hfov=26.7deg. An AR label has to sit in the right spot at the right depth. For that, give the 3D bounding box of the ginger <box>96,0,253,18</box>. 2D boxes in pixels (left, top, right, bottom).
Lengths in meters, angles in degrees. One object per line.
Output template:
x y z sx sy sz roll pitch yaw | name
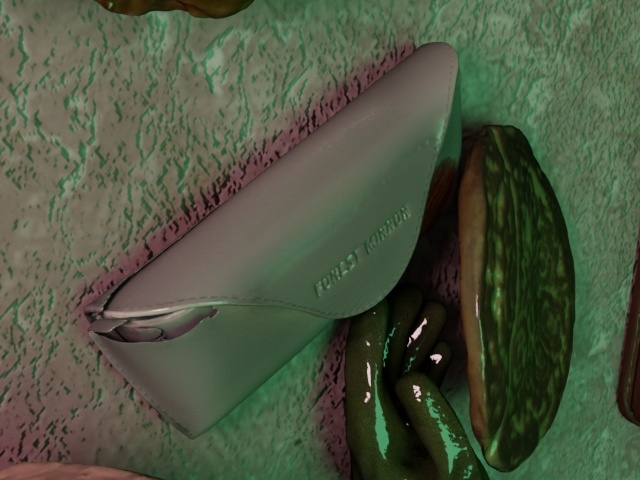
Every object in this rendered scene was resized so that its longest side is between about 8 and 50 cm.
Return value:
-0.137 -0.245 0.599 0.357 0.152 0.274 2 104 -44 | ginger

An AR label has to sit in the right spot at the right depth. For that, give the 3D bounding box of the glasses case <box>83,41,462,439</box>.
0.001 0.002 0.864 0.308 0.083 0.128 -41 128 -23 | glasses case

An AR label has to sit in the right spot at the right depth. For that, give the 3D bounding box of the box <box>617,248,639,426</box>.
0.438 0.027 1.165 0.239 0.229 0.340 -11 113 -40 | box

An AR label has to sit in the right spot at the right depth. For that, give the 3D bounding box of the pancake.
0.144 0.041 0.978 0.250 0.031 0.250 -3 90 -66 | pancake

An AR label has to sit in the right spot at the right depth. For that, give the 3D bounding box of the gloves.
0.074 0.162 0.967 0.107 0.135 0.268 -19 98 -18 | gloves

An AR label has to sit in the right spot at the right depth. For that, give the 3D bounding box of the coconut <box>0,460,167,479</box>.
-0.102 0.302 0.680 0.404 0.404 0.405 -17 116 -37 | coconut
